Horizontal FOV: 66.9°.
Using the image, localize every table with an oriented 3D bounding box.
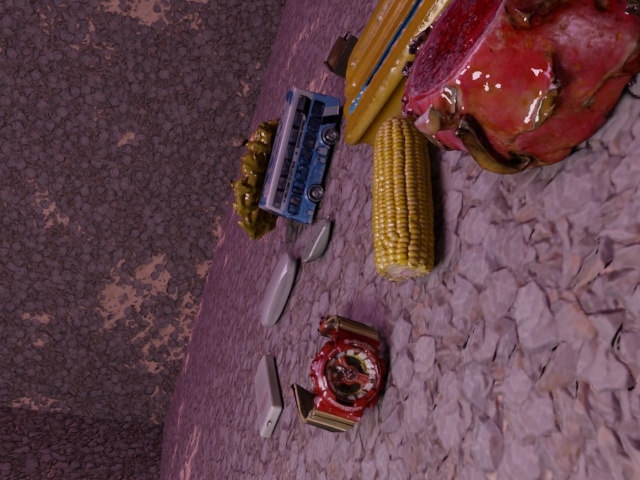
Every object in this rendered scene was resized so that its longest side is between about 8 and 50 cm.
[{"bbox_3d":[0.068,-0.387,1.026,0.082,0.083,0.070,-58,27,25],"label":"table"}]

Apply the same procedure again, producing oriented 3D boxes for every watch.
[{"bbox_3d":[0.012,0.196,0.743,0.268,0.102,0.164,162,129,-79],"label":"watch"}]

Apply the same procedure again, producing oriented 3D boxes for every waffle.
[{"bbox_3d":[-0.138,-0.160,1.246,0.302,0.068,0.324,80,-155,-56],"label":"waffle"}]

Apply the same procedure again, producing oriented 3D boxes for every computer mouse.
[{"bbox_3d":[0.000,0.000,1.000,0.110,0.032,0.056,-61,21,8],"label":"computer mouse"}]

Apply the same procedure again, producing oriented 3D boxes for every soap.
[{"bbox_3d":[0.142,-0.303,0.715,0.324,0.096,0.204,129,150,-50],"label":"soap"}]

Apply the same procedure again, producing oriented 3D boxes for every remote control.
[{"bbox_3d":[-0.119,0.340,1.084,0.190,0.029,0.087,-118,46,-64],"label":"remote control"}]

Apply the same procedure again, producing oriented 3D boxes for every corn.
[{"bbox_3d":[0.109,-0.060,0.646,0.081,0.081,0.248,131,148,-54],"label":"corn"}]

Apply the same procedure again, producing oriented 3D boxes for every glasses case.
[{"bbox_3d":[-0.103,0.121,1.173,0.076,0.050,0.197,-116,44,-62],"label":"glasses case"}]

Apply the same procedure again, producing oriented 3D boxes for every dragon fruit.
[{"bbox_3d":[0.165,-0.169,0.470,0.282,0.147,0.210,180,104,-70],"label":"dragon fruit"}]

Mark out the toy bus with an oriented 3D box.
[{"bbox_3d":[-0.046,-0.194,1.126,0.106,0.131,0.296,-168,93,-71],"label":"toy bus"}]
